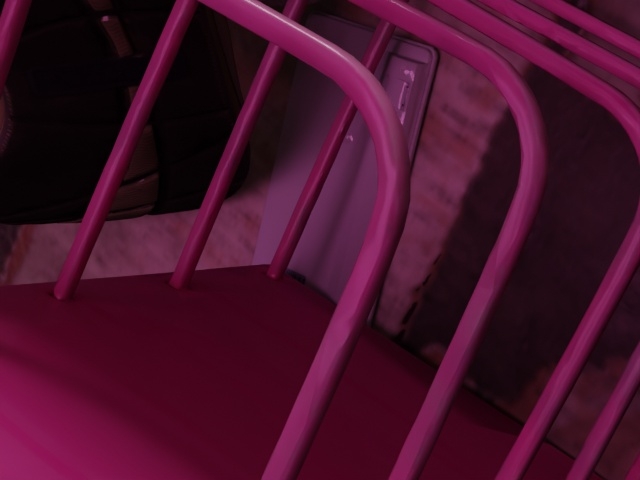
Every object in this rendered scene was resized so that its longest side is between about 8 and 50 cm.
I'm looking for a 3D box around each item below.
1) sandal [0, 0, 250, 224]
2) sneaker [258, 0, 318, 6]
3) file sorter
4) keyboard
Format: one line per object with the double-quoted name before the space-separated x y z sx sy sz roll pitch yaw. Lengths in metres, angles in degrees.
"sandal" -0.089 -0.088 0.626 0.303 0.120 0.086 99 165 -62
"sneaker" 0.024 -0.181 0.619 0.240 0.091 0.126 -15 64 40
"file sorter" 0.000 0.000 0.494 0.202 0.290 0.182 33 109 28
"keyboard" -0.007 0.030 0.691 0.072 0.014 0.256 26 108 41
